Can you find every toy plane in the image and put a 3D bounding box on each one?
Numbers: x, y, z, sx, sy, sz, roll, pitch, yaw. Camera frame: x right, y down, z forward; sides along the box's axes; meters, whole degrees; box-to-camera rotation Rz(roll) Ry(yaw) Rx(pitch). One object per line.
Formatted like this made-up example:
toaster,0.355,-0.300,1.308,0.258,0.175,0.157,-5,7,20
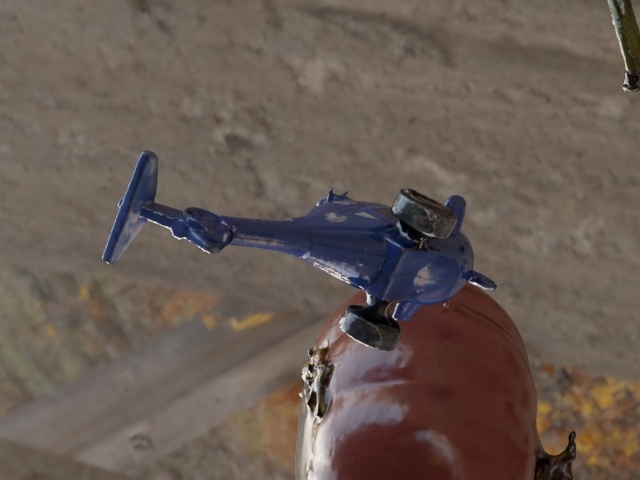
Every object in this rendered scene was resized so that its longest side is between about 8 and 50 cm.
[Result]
toy plane,0.000,0.000,0.499,0.062,0.167,0.054,33,106,34

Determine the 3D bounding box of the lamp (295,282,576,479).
lamp,0.056,0.106,0.782,0.182,0.140,0.182,-175,90,-82

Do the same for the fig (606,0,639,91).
fig,0.199,-0.191,0.985,0.124,0.236,0.124,10,142,8
